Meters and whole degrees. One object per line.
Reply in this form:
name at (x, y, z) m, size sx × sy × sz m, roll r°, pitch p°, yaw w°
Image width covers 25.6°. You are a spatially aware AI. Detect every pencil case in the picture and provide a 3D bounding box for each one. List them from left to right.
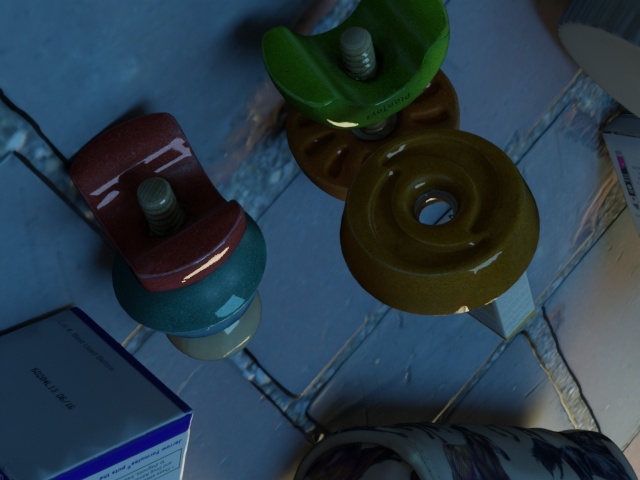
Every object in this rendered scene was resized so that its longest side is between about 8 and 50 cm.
pencil case at (0.131, 0.242, 1.173) m, size 0.410 × 0.160 × 0.183 m, roll 11°, pitch 120°, yaw -54°

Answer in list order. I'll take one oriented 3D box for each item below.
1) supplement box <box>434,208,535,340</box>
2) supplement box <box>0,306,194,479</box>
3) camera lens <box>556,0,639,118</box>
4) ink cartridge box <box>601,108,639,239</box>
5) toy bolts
supplement box at (0.122, 0.024, 1.054) m, size 0.036 × 0.062 × 0.098 m, roll -44°, pitch 146°, yaw -14°
supplement box at (-0.158, 0.168, 0.795) m, size 0.114 × 0.111 × 0.220 m, roll -22°, pitch 135°, yaw -39°
camera lens at (0.319, -0.200, 0.954) m, size 0.274 × 0.219 × 0.219 m, roll -54°, pitch 147°, yaw 0°
ink cartridge box at (0.417, -0.046, 1.248) m, size 0.324 × 0.071 × 0.330 m, roll -38°, pitch 121°, yaw -24°
toy bolts at (0.000, 0.000, 0.782) m, size 0.228 × 0.218 × 0.158 m, roll -27°, pitch 148°, yaw -7°
